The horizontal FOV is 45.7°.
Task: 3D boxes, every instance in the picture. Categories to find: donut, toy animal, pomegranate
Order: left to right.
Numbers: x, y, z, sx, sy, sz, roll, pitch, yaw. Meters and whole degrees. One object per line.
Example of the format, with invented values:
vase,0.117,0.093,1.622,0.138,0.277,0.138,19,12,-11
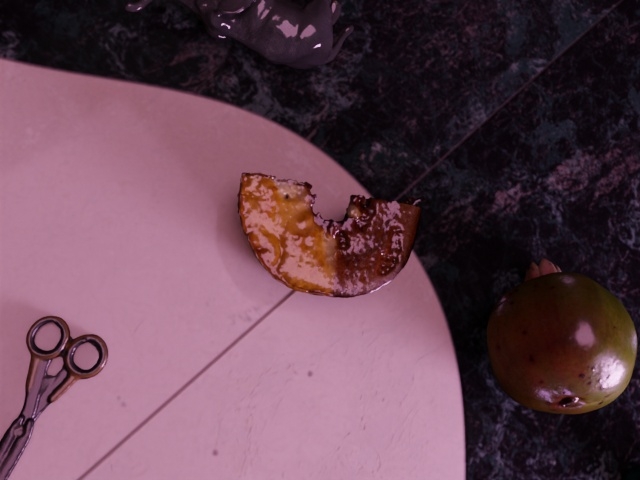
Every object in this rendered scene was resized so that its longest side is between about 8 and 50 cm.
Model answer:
toy animal,-0.086,-0.293,0.919,0.269,0.082,0.137,15,74,-15
donut,-0.002,-0.001,0.885,0.217,0.085,0.141,14,75,-14
pomegranate,0.288,0.105,0.922,0.180,0.180,0.209,21,44,-13

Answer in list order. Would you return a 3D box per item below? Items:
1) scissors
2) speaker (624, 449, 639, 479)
scissors,-0.305,0.187,0.786,0.088,0.017,0.220,29,72,-11
speaker,0.435,0.300,0.968,0.060,0.075,0.094,40,61,-6
